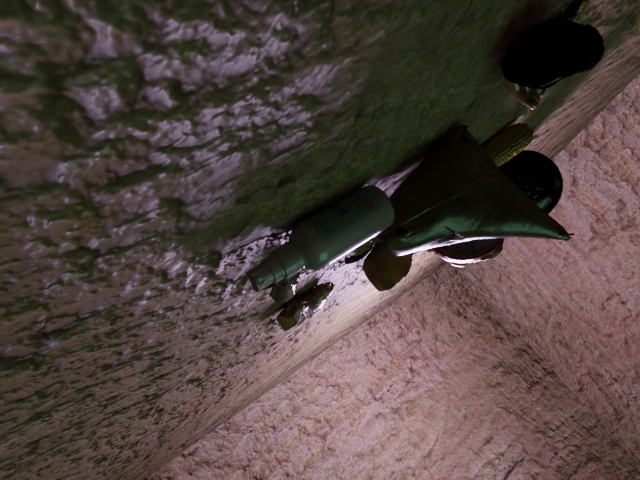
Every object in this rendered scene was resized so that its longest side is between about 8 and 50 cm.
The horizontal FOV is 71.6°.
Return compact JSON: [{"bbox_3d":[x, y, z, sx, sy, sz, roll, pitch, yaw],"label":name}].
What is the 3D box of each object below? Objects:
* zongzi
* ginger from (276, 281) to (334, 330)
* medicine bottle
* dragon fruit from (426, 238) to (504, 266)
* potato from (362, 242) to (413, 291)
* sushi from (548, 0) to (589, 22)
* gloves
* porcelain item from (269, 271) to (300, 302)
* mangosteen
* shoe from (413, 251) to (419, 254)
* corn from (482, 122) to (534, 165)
[{"bbox_3d":[0.314,-0.011,1.092,0.447,0.418,0.181,-45,167,-2],"label":"zongzi"},{"bbox_3d":[-0.046,0.216,1.473,0.213,0.074,0.137,-37,164,-29],"label":"ginger"},{"bbox_3d":[0.000,0.000,0.951,0.352,0.110,0.110,-31,161,-25],"label":"medicine bottle"},{"bbox_3d":[0.489,-0.048,1.543,0.305,0.305,0.226,-40,165,1],"label":"dragon fruit"},{"bbox_3d":[0.226,0.068,1.585,0.202,0.117,0.182,-46,-156,16],"label":"potato"},{"bbox_3d":[0.549,-0.488,0.990,0.126,0.026,0.120,-42,164,9],"label":"sushi"},{"bbox_3d":[0.481,-0.377,0.930,0.197,0.152,0.301,-22,174,16],"label":"gloves"},{"bbox_3d":[-0.083,0.090,1.106,0.084,0.054,0.213,-33,161,-24],"label":"porcelain item"},{"bbox_3d":[0.792,-0.204,1.779,0.297,0.297,0.313,-33,172,-18],"label":"mangosteen"},{"bbox_3d":[0.385,0.050,1.965,0.143,0.064,0.071,-39,-178,16],"label":"shoe"},{"bbox_3d":[0.578,-0.291,1.443,0.260,0.091,0.091,-36,127,-8],"label":"corn"}]
